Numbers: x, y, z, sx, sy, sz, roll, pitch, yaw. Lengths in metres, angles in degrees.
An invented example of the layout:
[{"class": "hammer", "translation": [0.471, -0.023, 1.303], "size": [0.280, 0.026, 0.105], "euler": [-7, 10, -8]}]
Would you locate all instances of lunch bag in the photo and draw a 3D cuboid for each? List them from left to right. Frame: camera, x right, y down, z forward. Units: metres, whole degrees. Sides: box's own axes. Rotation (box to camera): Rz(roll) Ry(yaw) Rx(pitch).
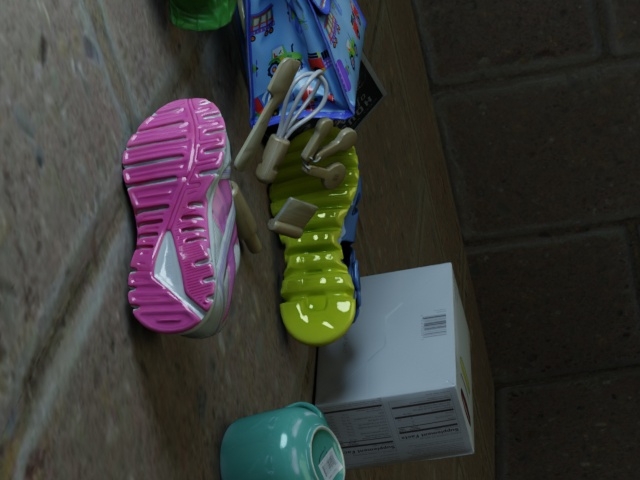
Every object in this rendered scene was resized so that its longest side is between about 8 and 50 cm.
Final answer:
[{"class": "lunch bag", "translation": [-0.041, -0.321, 1.780], "size": [0.221, 0.138, 0.293], "euler": [-81, 161, -51]}]

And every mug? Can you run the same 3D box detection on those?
[{"class": "mug", "translation": [-0.033, 0.233, 1.574], "size": [0.129, 0.097, 0.158], "euler": [35, 46, -50]}]

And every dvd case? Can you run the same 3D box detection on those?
[{"class": "dvd case", "translation": [0.009, -0.183, 2.067], "size": [0.029, 0.179, 0.238], "euler": [40, -1, 19]}]

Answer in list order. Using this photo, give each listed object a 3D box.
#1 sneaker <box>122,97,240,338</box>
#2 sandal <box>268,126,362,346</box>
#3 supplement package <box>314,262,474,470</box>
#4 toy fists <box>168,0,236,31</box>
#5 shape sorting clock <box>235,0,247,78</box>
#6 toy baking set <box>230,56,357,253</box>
[{"class": "sneaker", "translation": [-0.131, -0.015, 1.406], "size": [0.111, 0.103, 0.252], "euler": [66, 25, -65]}, {"class": "sandal", "translation": [0.000, 0.000, 1.982], "size": [0.138, 0.126, 0.317], "euler": [58, 34, -70]}, {"class": "supplement package", "translation": [0.111, 0.183, 2.131], "size": [0.262, 0.204, 0.145], "euler": [-86, 163, -50]}, {"class": "toy fists", "translation": [-0.139, -0.355, 1.623], "size": [0.279, 0.096, 0.142], "euler": [-86, 175, -53]}, {"class": "shape sorting clock", "translation": [-0.076, -0.281, 1.997], "size": [0.206, 0.040, 0.206], "euler": [-9, 90, -79]}, {"class": "toy baking set", "translation": [-0.048, -0.100, 1.721], "size": [0.030, 0.197, 0.256], "euler": [35, -15, 35]}]
